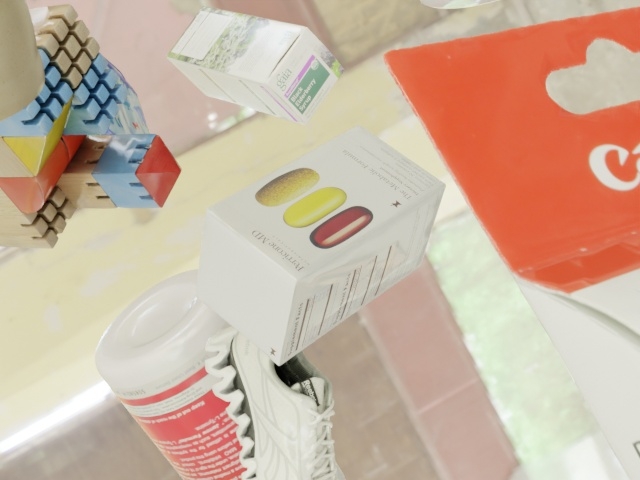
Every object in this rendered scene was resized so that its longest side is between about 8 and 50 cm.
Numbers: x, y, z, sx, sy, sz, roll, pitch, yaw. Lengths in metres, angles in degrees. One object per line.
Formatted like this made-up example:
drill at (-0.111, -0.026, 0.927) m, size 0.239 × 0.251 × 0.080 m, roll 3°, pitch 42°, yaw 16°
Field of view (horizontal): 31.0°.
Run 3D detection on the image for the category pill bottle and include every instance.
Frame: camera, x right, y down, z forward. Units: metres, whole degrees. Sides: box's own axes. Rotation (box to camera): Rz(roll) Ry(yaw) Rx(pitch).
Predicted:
pill bottle at (-0.133, 0.260, 1.717) m, size 0.407 × 0.229 × 0.229 m, roll 58°, pitch 176°, yaw -24°

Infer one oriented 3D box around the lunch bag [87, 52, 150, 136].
lunch bag at (-0.289, -0.165, 1.470) m, size 0.219 × 0.090 × 0.176 m, roll 50°, pitch -164°, yaw -69°

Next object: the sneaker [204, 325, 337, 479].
sneaker at (-0.030, 0.221, 1.297) m, size 0.110 × 0.118 × 0.292 m, roll -10°, pitch -105°, yaw -58°

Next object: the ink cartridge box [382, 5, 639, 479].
ink cartridge box at (0.151, 0.012, 0.341) m, size 0.066 × 0.189 × 0.232 m, roll -43°, pitch 68°, yaw 52°

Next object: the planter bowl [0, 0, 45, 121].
planter bowl at (-0.234, -0.130, 0.608) m, size 0.162 × 0.162 × 0.109 m, roll -127°, pitch 32°, yaw -53°

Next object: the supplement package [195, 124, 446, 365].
supplement package at (0.000, 0.000, 1.261) m, size 0.139 × 0.244 × 0.133 m, roll 36°, pitch 137°, yaw 24°

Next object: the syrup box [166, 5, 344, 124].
syrup box at (-0.089, -0.233, 1.520) m, size 0.237 × 0.093 × 0.096 m, roll 23°, pitch 165°, yaw 47°

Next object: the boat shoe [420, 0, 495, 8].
boat shoe at (0.201, -0.296, 1.083) m, size 0.108 × 0.301 × 0.102 m, roll -21°, pitch 90°, yaw 62°

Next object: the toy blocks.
toy blocks at (-0.286, -0.120, 0.960) m, size 0.261 × 0.190 × 0.381 m, roll 1°, pitch 141°, yaw 30°
